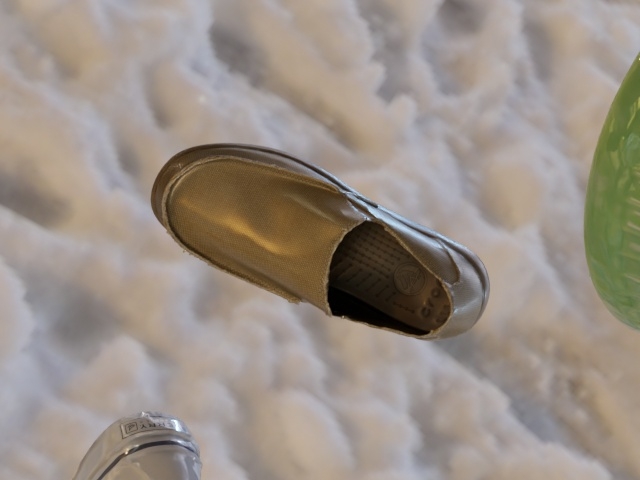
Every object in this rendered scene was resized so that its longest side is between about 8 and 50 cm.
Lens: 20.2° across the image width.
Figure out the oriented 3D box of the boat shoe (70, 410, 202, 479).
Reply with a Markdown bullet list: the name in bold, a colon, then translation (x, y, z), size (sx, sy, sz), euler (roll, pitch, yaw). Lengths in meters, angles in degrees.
- **boat shoe**: translation (-0.124, 0.191, 0.950), size (0.083, 0.226, 0.076), euler (6, 38, -26)

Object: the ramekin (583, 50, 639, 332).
- **ramekin**: translation (0.342, -0.043, 1.277), size (0.303, 0.303, 0.148), euler (-7, 27, -43)

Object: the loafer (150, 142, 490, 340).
- **loafer**: translation (0.000, 0.000, 0.736), size (0.148, 0.056, 0.050), euler (18, 8, 2)
